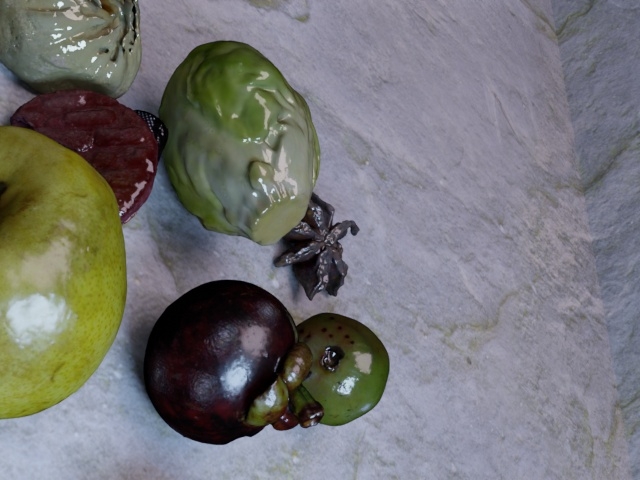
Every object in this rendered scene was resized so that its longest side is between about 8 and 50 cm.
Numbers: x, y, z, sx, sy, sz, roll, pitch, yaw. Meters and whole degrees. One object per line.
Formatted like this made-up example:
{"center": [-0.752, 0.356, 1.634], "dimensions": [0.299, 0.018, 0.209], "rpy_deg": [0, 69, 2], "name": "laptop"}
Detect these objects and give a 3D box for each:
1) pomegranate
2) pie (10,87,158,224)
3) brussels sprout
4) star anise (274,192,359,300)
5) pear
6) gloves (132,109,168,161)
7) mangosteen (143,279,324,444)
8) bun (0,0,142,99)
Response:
{"center": [0.029, 0.215, 1.604], "dimensions": [0.210, 0.179, 0.179], "rpy_deg": [46, 36, -50], "name": "pomegranate"}
{"center": [-0.315, -0.099, 1.302], "dimensions": [0.054, 0.204, 0.219], "rpy_deg": [100, 0, -60], "name": "pie"}
{"center": [-0.114, -0.141, 1.510], "dimensions": [0.274, 0.242, 0.317], "rpy_deg": [131, -62, -76], "name": "brussels sprout"}
{"center": [0.001, 0.000, 1.762], "dimensions": [0.231, 0.089, 0.209], "rpy_deg": [-53, 123, -41], "name": "star anise"}
{"center": [-0.344, 0.047, 1.059], "dimensions": [0.304, 0.304, 0.304], "rpy_deg": [33, 46, -42], "name": "pear"}
{"center": [-0.291, -0.094, 1.390], "dimensions": [0.129, 0.106, 0.181], "rpy_deg": [26, 67, 5], "name": "gloves"}
{"center": [-0.106, 0.174, 1.343], "dimensions": [0.228, 0.265, 0.228], "rpy_deg": [-48, 152, -37], "name": "mangosteen"}
{"center": [-0.344, -0.326, 1.406], "dimensions": [0.259, 0.152, 0.259], "rpy_deg": [29, 51, -43], "name": "bun"}
